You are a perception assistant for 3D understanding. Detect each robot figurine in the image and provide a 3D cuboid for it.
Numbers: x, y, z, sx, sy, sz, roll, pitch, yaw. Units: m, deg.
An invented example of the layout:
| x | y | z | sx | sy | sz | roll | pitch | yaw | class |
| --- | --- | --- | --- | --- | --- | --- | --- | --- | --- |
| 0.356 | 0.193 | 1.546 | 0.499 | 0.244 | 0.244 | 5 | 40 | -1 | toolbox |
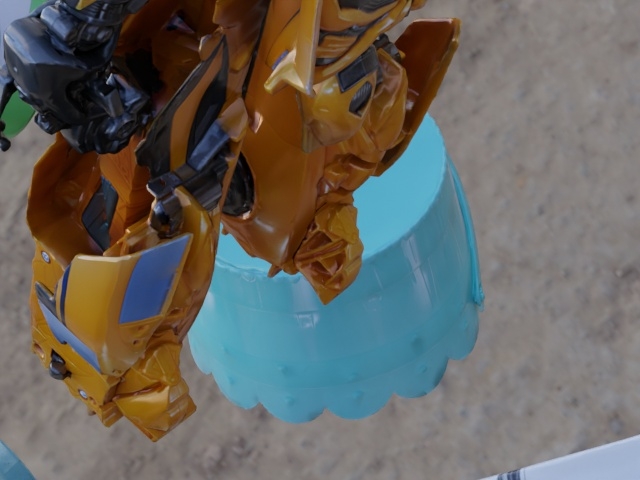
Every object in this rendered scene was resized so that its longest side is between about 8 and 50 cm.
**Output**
| x | y | z | sx | sy | sz | roll | pitch | yaw | class |
| --- | --- | --- | --- | --- | --- | --- | --- | --- | --- |
| -0.016 | -0.055 | 0.504 | 0.085 | 0.291 | 0.211 | 43 | 56 | 13 | robot figurine |

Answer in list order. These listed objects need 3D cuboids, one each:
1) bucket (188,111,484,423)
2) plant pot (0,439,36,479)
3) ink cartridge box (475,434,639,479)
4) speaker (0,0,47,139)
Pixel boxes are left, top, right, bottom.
| x | y | z | sx | sy | sz | roll | pitch | yaw | class |
| --- | --- | --- | --- | --- | --- | --- | --- | --- | --- |
| 0.000 | 0.000 | 1.300 | 0.281 | 0.183 | 0.281 | -6 | 46 | 6 | bucket |
| -0.364 | 0.291 | 1.399 | 0.293 | 0.293 | 0.196 | 20 | 44 | 41 | plant pot |
| 0.255 | 0.334 | 1.636 | 0.395 | 0.285 | 0.166 | -21 | 73 | 28 | ink cartridge box |
| -0.294 | -0.143 | 0.806 | 0.131 | 0.297 | 0.131 | -35 | 47 | 50 | speaker |
